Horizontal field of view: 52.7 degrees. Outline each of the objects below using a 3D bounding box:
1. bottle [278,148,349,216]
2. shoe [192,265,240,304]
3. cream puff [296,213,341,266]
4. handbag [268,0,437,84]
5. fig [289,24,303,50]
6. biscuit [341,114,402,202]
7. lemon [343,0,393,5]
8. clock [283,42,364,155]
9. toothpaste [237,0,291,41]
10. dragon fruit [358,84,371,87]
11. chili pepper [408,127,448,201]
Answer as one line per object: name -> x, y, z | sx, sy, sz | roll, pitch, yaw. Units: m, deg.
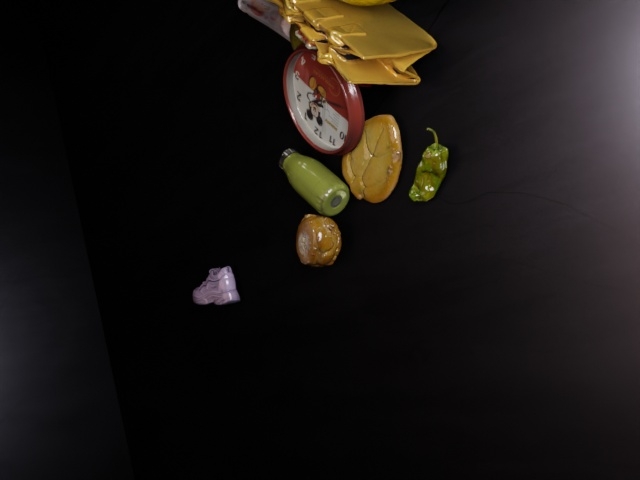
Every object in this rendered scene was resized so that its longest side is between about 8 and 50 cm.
bottle -> -0.029, -0.179, 1.878 | 0.260, 0.112, 0.112 | 44, 127, 37
shoe -> -0.391, 0.164, 2.368 | 0.245, 0.095, 0.137 | -4, 90, 45
cream puff -> 0.000, 0.000, 1.875 | 0.150, 0.115, 0.165 | 65, 146, 27
handbag -> 0.060, -0.523, 1.587 | 0.401, 0.283, 0.133 | 50, 134, 28
fig -> -0.007, -0.555, 1.809 | 0.127, 0.185, 0.132 | -17, 42, 24
biscuit -> 0.139, -0.222, 1.732 | 0.203, 0.041, 0.260 | 51, 135, 32
lemon -> 0.108, -0.699, 1.468 | 0.364, 0.364, 0.363 | 11, 105, 47
clock -> 0.013, -0.383, 1.747 | 0.318, 0.080, 0.318 | 39, 144, 36
toothpaste -> -0.129, -0.668, 1.945 | 0.323, 0.066, 0.100 | 38, 119, 32
dragon fruit -> 0.088, -0.475, 1.730 | 0.097, 0.063, 0.131 | 8, 103, 47
chili pepper -> 0.274, -0.183, 1.569 | 0.072, 0.073, 0.204 | 33, 133, 20
